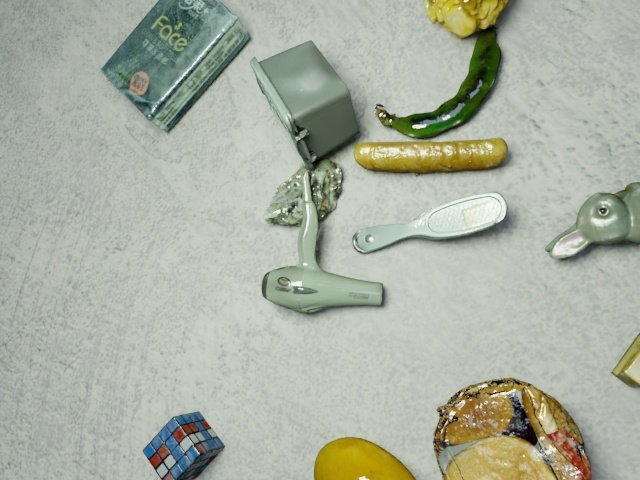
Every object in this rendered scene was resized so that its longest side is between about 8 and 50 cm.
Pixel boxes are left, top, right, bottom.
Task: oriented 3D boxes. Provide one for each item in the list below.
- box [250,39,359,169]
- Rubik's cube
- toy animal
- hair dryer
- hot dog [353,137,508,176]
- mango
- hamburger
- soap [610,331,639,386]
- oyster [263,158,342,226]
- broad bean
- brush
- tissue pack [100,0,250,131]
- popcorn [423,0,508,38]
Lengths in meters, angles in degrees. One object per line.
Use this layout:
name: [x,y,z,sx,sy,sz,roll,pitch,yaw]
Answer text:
box: [-0.029,-0.280,0.948,0.135,0.163,0.243,-29,55,-1]
Rubik's cube: [-0.260,0.398,0.904,0.092,0.092,0.092,43,92,23]
toy animal: [0.489,-0.035,0.753,0.236,0.138,0.108,-10,108,11]
hair dryer: [0.029,0.025,0.894,0.229,0.092,0.267,22,94,8]
hot dog: [0.203,-0.161,0.897,0.285,0.088,0.061,0,82,21]
mango: [0.089,0.441,0.758,0.175,0.139,0.255,-24,65,8]
hamburger: [0.292,0.330,0.738,0.230,0.107,0.231,-3,80,18]
soap: [0.536,0.110,0.717,0.037,0.092,0.252,35,90,24]
oyster: [-0.032,-0.094,0.968,0.124,0.064,0.177,28,85,26]
broad bean: [0.255,-0.296,0.929,0.291,0.049,0.144,-36,68,8]
brush: [0.200,-0.023,0.884,0.296,0.060,0.068,-14,73,29]
tissue pack: [-0.348,-0.449,1.132,0.228,0.103,0.316,44,93,20]
popcorn: [0.297,-0.479,0.914,0.140,0.163,0.194,28,72,-18]
